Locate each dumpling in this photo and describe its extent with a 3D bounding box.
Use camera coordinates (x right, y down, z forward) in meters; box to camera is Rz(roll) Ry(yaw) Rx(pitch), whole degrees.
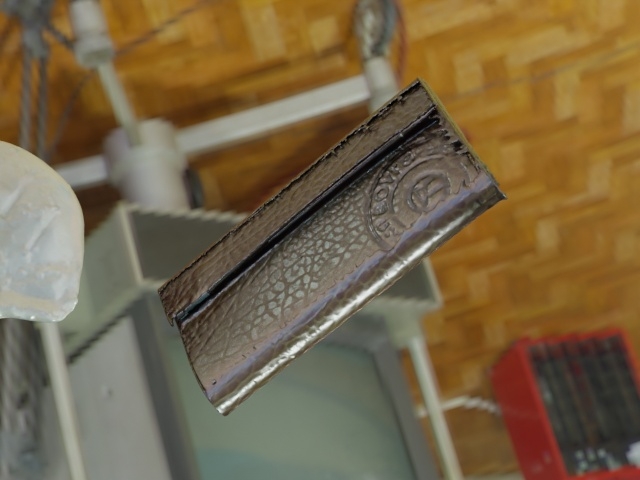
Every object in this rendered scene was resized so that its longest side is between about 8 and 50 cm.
[{"bbox_3d":[-0.251,-0.005,1.279,0.150,0.176,0.092,-10,163,-29],"label":"dumpling"}]

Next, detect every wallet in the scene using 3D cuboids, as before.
[{"bbox_3d":[0.000,0.000,1.201,0.243,0.133,0.039,-38,134,9],"label":"wallet"}]
